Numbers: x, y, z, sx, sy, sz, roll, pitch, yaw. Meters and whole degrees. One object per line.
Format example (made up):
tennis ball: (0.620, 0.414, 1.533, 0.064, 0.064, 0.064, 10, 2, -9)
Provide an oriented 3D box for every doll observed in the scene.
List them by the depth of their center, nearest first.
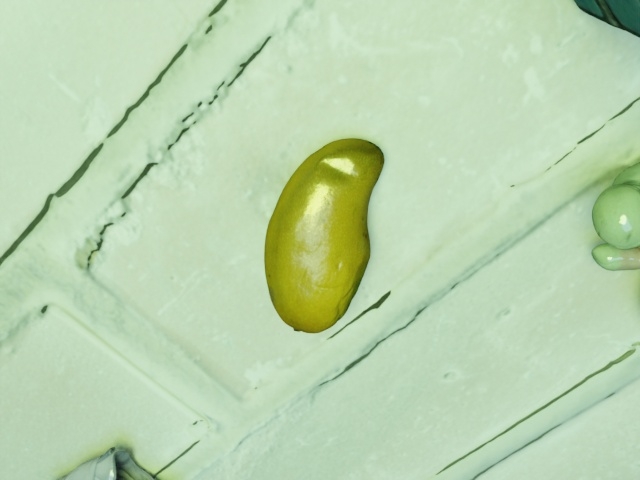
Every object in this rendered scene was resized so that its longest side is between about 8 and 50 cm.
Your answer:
doll: (0.335, 0.021, 0.550, 0.154, 0.113, 0.275, -34, 116, 28)

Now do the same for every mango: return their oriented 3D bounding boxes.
mango: (0.000, 0.000, 0.578, 0.098, 0.075, 0.190, 6, 113, -16)

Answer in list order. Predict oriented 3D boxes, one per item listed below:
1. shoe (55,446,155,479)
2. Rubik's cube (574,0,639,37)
shoe: (-0.203, 0.342, 0.752, 0.245, 0.095, 0.137, 43, 114, -9)
Rubik's cube: (0.216, -0.295, 0.289, 0.303, 0.301, 0.305, -37, 107, 20)
